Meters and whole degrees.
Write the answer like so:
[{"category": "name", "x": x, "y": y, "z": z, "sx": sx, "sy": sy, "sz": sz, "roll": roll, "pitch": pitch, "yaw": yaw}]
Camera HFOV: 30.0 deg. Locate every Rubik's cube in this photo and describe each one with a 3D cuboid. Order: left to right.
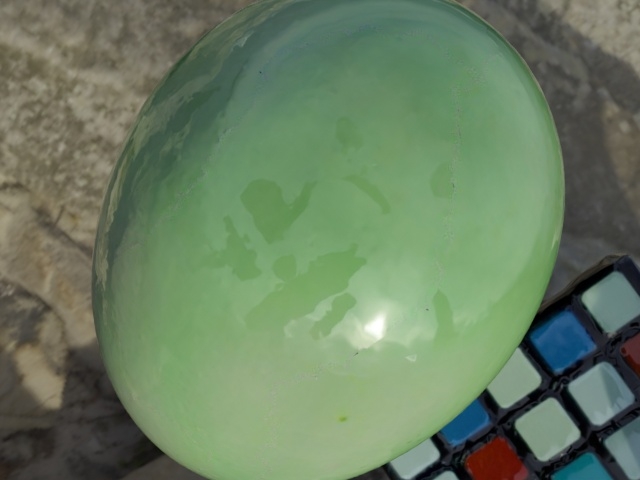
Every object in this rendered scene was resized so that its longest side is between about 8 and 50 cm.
[{"category": "Rubik's cube", "x": 0.160, "y": 0.129, "z": 0.716, "sx": 0.184, "sy": 0.182, "sz": 0.187, "roll": 56, "pitch": 10, "yaw": 11}]

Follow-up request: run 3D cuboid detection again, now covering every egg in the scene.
[{"category": "egg", "x": 0.000, "y": 0.000, "z": 0.599, "sx": 0.220, "sy": 0.220, "sz": 0.269, "roll": 31, "pitch": 100, "yaw": -17}]
